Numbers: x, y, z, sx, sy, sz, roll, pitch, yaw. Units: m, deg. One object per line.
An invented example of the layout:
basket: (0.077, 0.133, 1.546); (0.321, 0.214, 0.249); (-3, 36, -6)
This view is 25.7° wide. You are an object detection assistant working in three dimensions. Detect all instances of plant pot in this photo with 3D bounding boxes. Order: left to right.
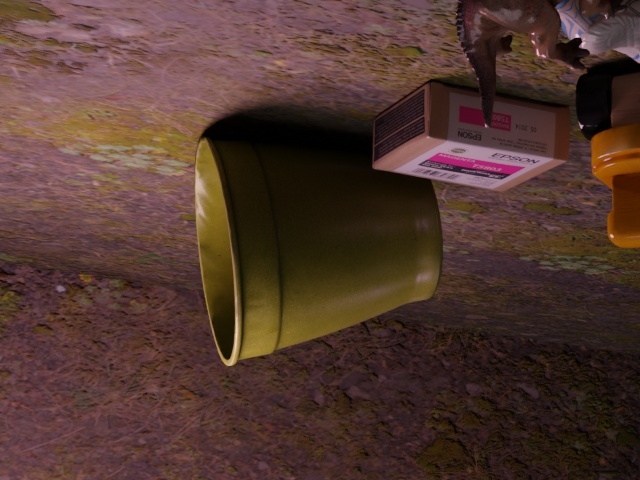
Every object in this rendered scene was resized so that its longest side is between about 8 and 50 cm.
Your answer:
plant pot: (0.000, 0.000, 2.268); (0.353, 0.366, 0.366); (-6, 168, -13)

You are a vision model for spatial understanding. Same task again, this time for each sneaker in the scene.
sneaker: (0.365, -0.260, 1.659); (0.237, 0.086, 0.085); (1, 144, -48)

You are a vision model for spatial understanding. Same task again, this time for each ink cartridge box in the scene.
ink cartridge box: (0.220, -0.149, 2.075); (0.235, 0.088, 0.193); (9, 166, -20)

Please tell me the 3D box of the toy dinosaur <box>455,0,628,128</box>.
toy dinosaur: (0.201, -0.266, 1.358); (0.127, 0.295, 0.200); (41, -173, 34)

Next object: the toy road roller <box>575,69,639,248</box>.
toy road roller: (0.482, -0.095, 1.921); (0.202, 0.240, 0.329); (-5, 164, 30)
